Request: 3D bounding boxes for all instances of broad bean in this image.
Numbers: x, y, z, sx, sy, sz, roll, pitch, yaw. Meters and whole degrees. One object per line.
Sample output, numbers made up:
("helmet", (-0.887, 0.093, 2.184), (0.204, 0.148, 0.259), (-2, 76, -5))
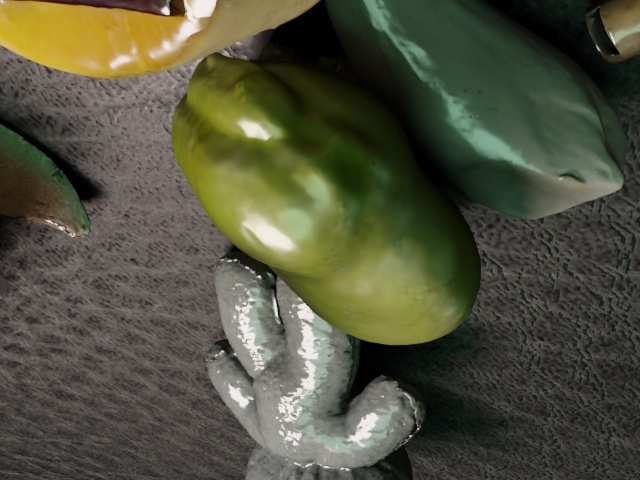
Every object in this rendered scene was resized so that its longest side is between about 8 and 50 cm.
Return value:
("broad bean", (0.002, -0.022, 0.573), (0.238, 0.119, 0.291), (36, 174, 11))

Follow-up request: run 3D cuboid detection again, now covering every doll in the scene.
("doll", (0.004, 0.157, 0.851), (0.245, 0.158, 0.341), (-3, 106, 31))

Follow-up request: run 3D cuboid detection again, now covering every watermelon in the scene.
("watermelon", (-0.282, -0.047, 0.774), (0.155, 0.080, 0.101), (16, 153, -17))

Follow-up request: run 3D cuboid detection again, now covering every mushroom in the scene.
("mushroom", (0.071, -0.122, 0.528), (0.270, 0.103, 0.118), (43, 135, -18))

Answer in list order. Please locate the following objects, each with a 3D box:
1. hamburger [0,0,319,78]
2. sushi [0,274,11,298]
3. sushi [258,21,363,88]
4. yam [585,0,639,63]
("hamburger", (-0.097, -0.225, 0.397), (0.300, 0.176, 0.300), (21, 134, 24))
("sushi", (-0.427, -0.047, 0.819), (0.339, 0.069, 0.320), (45, 143, -6))
("sushi", (-0.001, -0.128, 0.602), (0.083, 0.044, 0.046), (16, 118, 1))
("yam", (0.265, -0.164, 0.445), (0.264, 0.046, 0.046), (-22, 125, 38))
